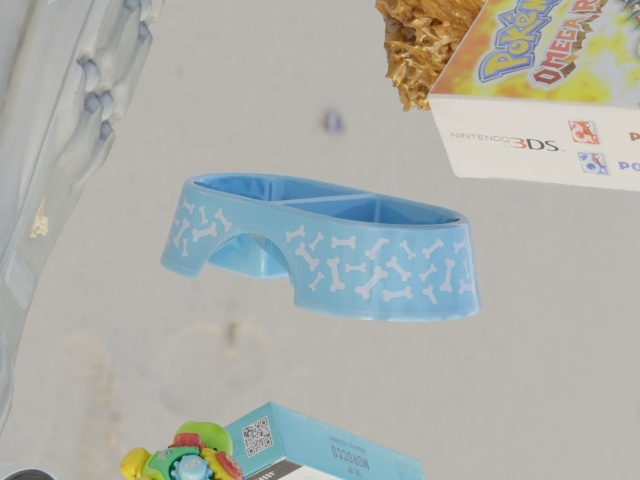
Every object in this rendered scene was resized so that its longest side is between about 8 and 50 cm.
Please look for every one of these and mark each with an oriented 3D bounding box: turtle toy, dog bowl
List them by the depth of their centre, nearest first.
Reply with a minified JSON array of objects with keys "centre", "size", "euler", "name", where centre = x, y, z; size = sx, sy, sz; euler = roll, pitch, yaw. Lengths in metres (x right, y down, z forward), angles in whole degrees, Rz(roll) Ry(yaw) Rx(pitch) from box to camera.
[{"centre":[-0.086,0.169,1.341],"size":[0.066,0.130,0.095],"euler":[-43,110,6],"name":"turtle toy"},{"centre":[0.000,0.000,1.563],"size":[0.166,0.297,0.074],"euler":[-6,105,-46],"name":"dog bowl"}]

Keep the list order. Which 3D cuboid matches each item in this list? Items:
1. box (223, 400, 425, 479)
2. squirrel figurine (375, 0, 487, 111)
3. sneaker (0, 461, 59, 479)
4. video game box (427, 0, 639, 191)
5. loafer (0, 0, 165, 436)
[{"centre":[-0.004,0.226,1.829],"size":[0.244,0.100,0.060],"euler":[28,39,-48],"name":"box"},{"centre":[0.230,-0.190,1.390],"size":[0.397,0.370,0.281],"euler":[-15,102,-11],"name":"squirrel figurine"},{"centre":[-0.230,0.324,1.672],"size":[0.106,0.123,0.290],"euler":[-18,98,-26],"name":"sneaker"},{"centre":[0.164,-0.098,0.701],"size":[0.205,0.187,0.048],"euler":[-58,138,-35],"name":"video game box"},{"centre":[-0.145,0.006,0.597],"size":[0.112,0.112,0.319],"euler":[87,22,-67],"name":"loafer"}]
